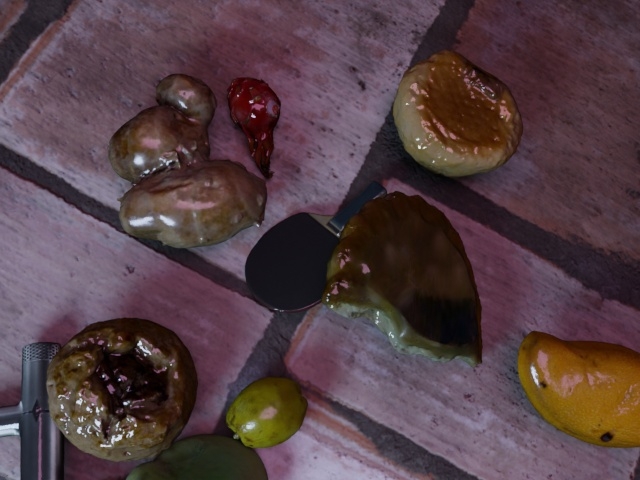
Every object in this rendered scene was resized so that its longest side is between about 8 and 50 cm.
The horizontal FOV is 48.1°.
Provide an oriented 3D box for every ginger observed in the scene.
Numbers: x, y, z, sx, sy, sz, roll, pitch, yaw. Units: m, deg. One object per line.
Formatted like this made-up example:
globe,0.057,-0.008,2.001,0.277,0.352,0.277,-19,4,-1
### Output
ginger,-0.236,-0.127,1.195,0.245,0.155,0.303,-22,80,-12

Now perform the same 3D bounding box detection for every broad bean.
broad bean,-0.191,0.385,1.092,0.228,0.100,0.169,-25,66,-21

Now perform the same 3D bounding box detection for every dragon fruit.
dragon fruit,-0.105,-0.207,1.277,0.094,0.094,0.190,-20,88,-13

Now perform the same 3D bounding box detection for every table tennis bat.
table tennis bat,0.000,0.000,1.241,0.173,0.022,0.301,39,71,25

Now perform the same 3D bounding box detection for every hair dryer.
hair dryer,-0.497,0.344,1.082,0.284,0.155,0.320,-22,65,7

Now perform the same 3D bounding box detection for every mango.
mango,0.463,0.253,1.222,0.295,0.120,0.177,20,81,-1

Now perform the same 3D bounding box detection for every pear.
pear,-0.084,0.274,1.141,0.131,0.107,0.107,-35,83,-10

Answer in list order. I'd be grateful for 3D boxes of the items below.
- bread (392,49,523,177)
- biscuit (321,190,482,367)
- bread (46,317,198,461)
bread,0.241,-0.224,1.308,0.245,0.134,0.244,3,74,-11
biscuit,0.145,0.078,1.181,0.335,0.078,0.329,-14,81,-38
bread,-0.287,0.217,1.078,0.230,0.123,0.229,19,52,-26
